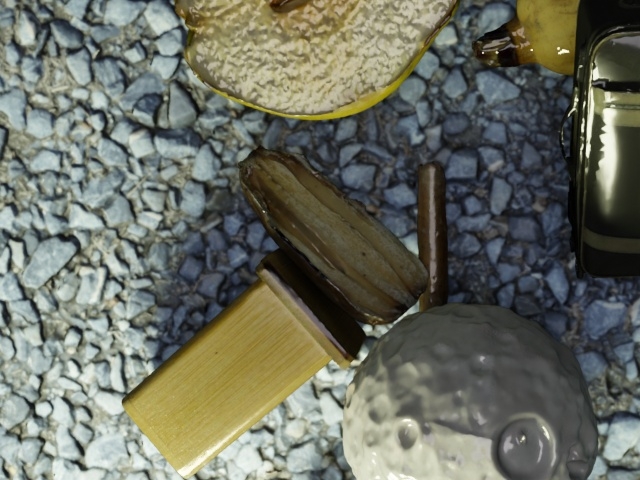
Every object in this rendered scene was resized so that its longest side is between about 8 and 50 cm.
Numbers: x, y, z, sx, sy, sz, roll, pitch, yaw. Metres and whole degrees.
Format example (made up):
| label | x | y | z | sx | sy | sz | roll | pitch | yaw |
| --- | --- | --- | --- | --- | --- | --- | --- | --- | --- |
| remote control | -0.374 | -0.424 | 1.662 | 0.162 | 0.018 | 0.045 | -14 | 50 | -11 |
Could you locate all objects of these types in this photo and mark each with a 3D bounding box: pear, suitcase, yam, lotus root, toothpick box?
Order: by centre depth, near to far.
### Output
| label | x | y | z | sx | sy | sz | roll | pitch | yaw |
| --- | --- | --- | --- | --- | --- | --- | --- | --- | --- |
| suitcase | 0.449 | -0.128 | 1.415 | 0.283 | 0.194 | 0.434 | -2 | 127 | 6 |
| lotus root | 0.353 | -0.314 | 1.501 | 0.310 | 0.183 | 0.183 | -30 | 90 | 12 |
| pear | 0.002 | -0.332 | 1.527 | 0.386 | 0.191 | 0.340 | -12 | 89 | 8 |
| lotus root | -0.001 | 0.000 | 1.589 | 0.329 | 0.167 | 0.078 | 45 | 135 | 12 |
| toothpick box | -0.113 | 0.177 | 1.590 | 0.308 | 0.190 | 0.187 | -41 | 91 | 12 |
| yam | 0.163 | 0.017 | 1.608 | 0.046 | 0.046 | 0.264 | 0 | 95 | 7 |

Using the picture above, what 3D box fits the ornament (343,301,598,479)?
| label | x | y | z | sx | sy | sz | roll | pitch | yaw |
| --- | --- | --- | --- | --- | --- | --- | --- | --- | --- |
| ornament | 0.201 | 0.246 | 1.461 | 0.337 | 0.337 | 0.337 | 1 | 94 | 7 |
